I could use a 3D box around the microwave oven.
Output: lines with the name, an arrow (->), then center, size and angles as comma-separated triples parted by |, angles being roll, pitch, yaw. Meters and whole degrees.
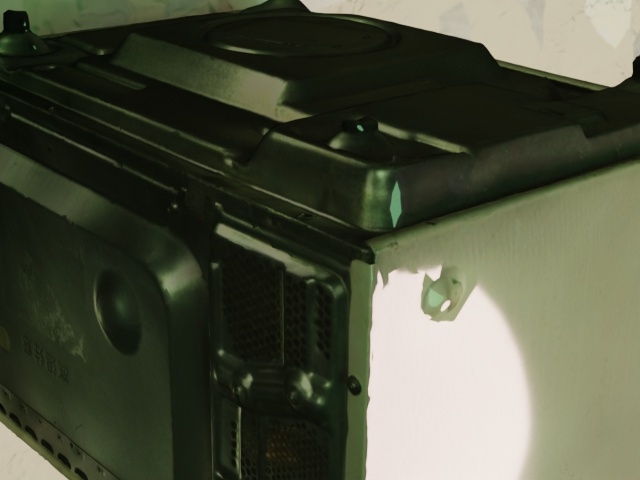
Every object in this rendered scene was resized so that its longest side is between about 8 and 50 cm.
microwave oven -> 0.000, 0.000, 0.673 | 0.333, 0.394, 0.247 | -15, 116, -39
